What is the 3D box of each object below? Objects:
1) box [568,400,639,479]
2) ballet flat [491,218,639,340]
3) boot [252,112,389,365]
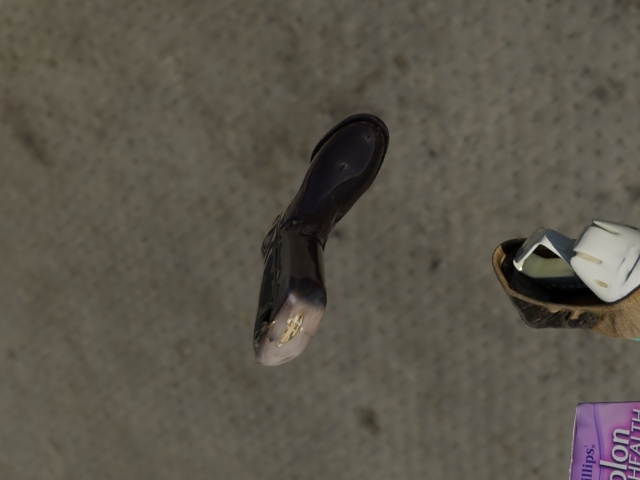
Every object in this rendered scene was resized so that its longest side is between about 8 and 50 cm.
[{"bbox_3d":[0.389,0.249,1.879,0.243,0.117,0.213,-5,149,24],"label":"box"},{"bbox_3d":[0.281,0.030,1.955,0.124,0.116,0.342,39,165,-21],"label":"ballet flat"},{"bbox_3d":[0.000,0.000,0.977,0.037,0.114,0.106,28,118,-11],"label":"boot"}]
